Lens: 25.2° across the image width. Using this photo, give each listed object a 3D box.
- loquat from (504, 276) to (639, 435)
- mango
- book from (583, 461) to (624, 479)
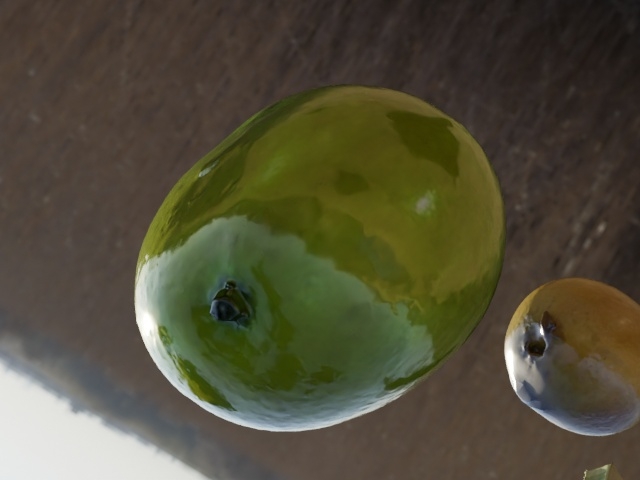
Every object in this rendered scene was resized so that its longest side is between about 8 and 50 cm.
[{"bbox_3d":[0.243,0.106,1.308,0.163,0.137,0.163,23,180,0],"label":"loquat"},{"bbox_3d":[-0.006,0.006,0.723,0.149,0.185,0.273,49,176,-12],"label":"mango"},{"bbox_3d":[0.218,0.296,0.940,0.214,0.025,0.283,58,-155,-5],"label":"book"}]
